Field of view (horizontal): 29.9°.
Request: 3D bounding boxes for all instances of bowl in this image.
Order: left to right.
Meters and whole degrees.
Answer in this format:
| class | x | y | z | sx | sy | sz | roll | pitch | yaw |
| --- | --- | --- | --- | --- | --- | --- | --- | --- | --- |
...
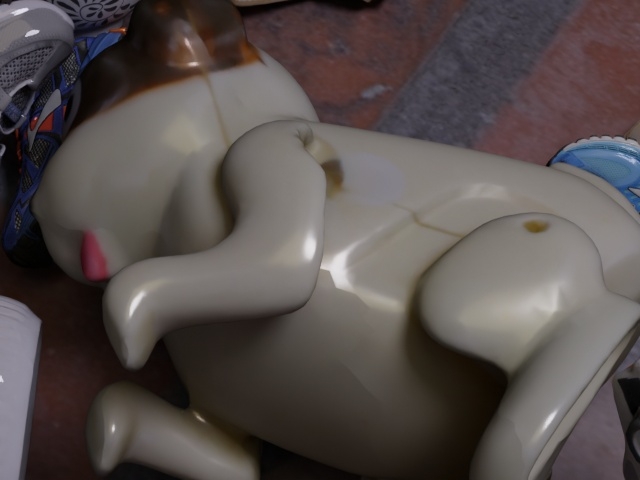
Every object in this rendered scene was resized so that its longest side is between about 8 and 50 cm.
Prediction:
| class | x | y | z | sx | sy | sz | roll | pitch | yaw |
| --- | --- | --- | --- | --- | --- | --- | --- | --- | --- |
| bowl | -0.206 | -0.215 | 1.000 | 0.170 | 0.080 | 0.170 | -3 | 33 | 2 |

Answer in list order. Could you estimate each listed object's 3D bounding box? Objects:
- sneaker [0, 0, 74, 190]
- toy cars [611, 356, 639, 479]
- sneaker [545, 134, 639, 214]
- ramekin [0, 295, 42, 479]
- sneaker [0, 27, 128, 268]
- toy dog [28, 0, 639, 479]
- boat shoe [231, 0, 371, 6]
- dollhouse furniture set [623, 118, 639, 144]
| class | x | y | z | sx | sy | sz | roll | pitch | yaw |
| --- | --- | --- | --- | --- | --- | --- | --- | --- | --- |
| sneaker | -0.267 | -0.050 | 0.876 | 0.115 | 0.105 | 0.281 | 41 | 90 | 12 |
| toy cars | 0.308 | 0.192 | 0.739 | 0.393 | 0.087 | 0.176 | 30 | 64 | -20 |
| sneaker | 0.254 | -0.029 | 0.948 | 0.162 | 0.063 | 0.073 | 21 | 62 | 8 |
| ramekin | -0.235 | 0.123 | 0.737 | 0.109 | 0.207 | 0.207 | 7 | 58 | -12 |
| sneaker | -0.205 | -0.072 | 0.937 | 0.087 | 0.083 | 0.221 | 3 | 54 | 15 |
| toy dog | 0.000 | 0.000 | 0.786 | 0.408 | 0.284 | 0.395 | 30 | 60 | 16 |
| boat shoe | 0.037 | -0.266 | 1.052 | 0.302 | 0.109 | 0.098 | -25 | 62 | -25 |
| dollhouse furniture set | 0.484 | -0.086 | 1.010 | 0.355 | 0.174 | 0.303 | -44 | 71 | 1 |
